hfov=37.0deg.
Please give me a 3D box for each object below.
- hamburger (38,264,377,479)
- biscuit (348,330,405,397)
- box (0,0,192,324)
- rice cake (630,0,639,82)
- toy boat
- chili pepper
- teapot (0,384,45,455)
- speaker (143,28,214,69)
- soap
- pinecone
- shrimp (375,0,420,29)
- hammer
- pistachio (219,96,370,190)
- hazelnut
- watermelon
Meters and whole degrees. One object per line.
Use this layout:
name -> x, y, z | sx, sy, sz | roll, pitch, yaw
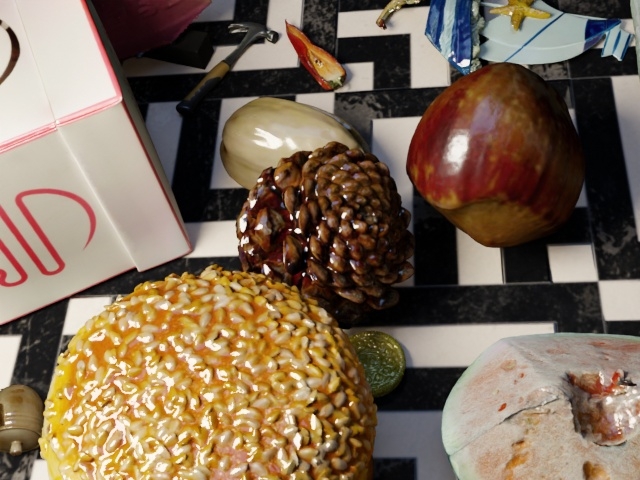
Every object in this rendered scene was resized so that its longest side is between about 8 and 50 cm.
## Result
hamburger -> -0.104, 0.198, 0.972 | 0.330, 0.250, 0.330 | -4, 56, 6
biscuit -> 0.058, 0.145, 1.121 | 0.084, 0.023, 0.084 | -3, 56, 5
box -> -0.374, -0.125, 1.199 | 0.300, 0.312, 0.314 | -23, 56, -6
rice cake -> 0.459, -0.275, 1.340 | 0.033, 0.033, 0.208 | 1, 56, 8
toy boat -> 0.300, -0.306, 1.387 | 0.291, 0.067, 0.220 | 13, 59, 4
chili pepper -> -0.013, -0.272, 1.415 | 0.045, 0.027, 0.178 | -28, 57, -16
teapot -> -0.376, 0.215, 1.112 | 0.110, 0.085, 0.080 | -23, 52, 17
speaker -> -0.259, -0.306, 1.466 | 0.191, 0.046, 0.040 | 14, 66, 17
soap -> -0.301, -0.356, 1.356 | 0.324, 0.220, 0.127 | -23, 68, -4
pinecone -> 0.000, 0.000, 1.126 | 0.221, 0.221, 0.221 | -4, 55, 6
shrimp -> 0.121, -0.344, 1.417 | 0.083, 0.023, 0.114 | -50, 22, -11
hammer -> -0.150, -0.259, 1.431 | 0.078, 0.021, 0.201 | 27, 63, 24
pistachio -> -0.036, -0.118, 1.261 | 0.206, 0.131, 0.129 | 15, 18, 13
hazelnut -> 0.219, -0.098, 1.134 | 0.218, 0.234, 0.218 | -3, 80, 16
watermelon -> 0.278, 0.202, 0.993 | 0.321, 0.188, 0.175 | -2, 100, -1
